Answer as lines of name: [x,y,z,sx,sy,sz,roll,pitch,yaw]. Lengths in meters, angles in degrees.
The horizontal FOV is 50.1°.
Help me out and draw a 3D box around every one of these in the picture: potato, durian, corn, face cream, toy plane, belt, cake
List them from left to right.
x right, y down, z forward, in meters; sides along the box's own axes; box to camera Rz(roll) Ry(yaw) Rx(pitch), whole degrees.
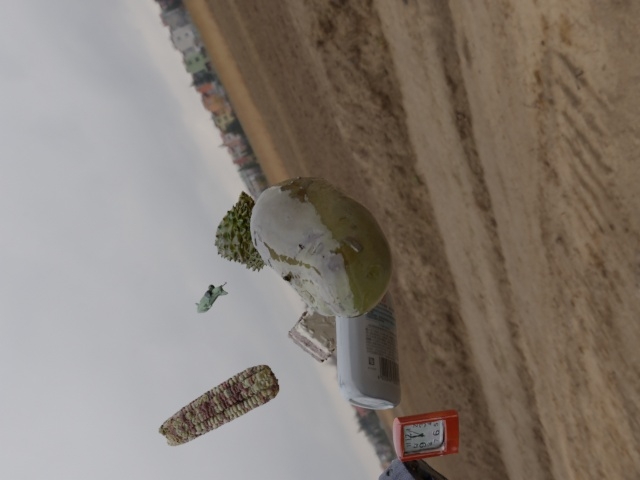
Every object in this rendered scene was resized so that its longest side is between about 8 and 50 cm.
toy plane: [-0.211,0.110,1.299,0.033,0.083,0.080,44,-157,-14]
corn: [-0.188,0.312,1.285,0.079,0.237,0.079,58,170,16]
durian: [-0.174,0.005,1.505,0.119,0.108,0.187,34,132,38]
potato: [0.000,0.000,0.980,0.262,0.165,0.165,49,169,36]
cake: [0.007,0.224,1.761,0.134,0.135,0.147,38,157,-2]
face cream: [0.089,0.147,1.324,0.163,0.080,0.337,27,-128,-46]
belt: [0.266,0.635,1.734,0.230,0.126,0.139,38,-166,-11]

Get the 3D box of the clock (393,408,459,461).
clock: [0.255,0.469,1.670,0.061,0.155,0.113,-126,31,-69]
